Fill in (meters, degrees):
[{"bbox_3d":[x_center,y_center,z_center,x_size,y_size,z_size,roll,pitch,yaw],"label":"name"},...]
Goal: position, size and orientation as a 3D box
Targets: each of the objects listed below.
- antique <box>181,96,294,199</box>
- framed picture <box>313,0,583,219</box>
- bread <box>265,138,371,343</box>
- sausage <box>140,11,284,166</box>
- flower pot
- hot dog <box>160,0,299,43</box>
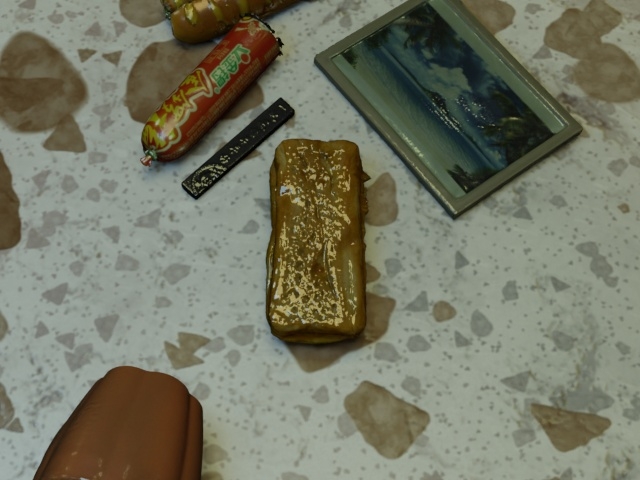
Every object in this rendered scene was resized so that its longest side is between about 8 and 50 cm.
[{"bbox_3d":[-0.109,-0.125,1.666,0.031,0.015,0.192,40,68,17],"label":"antique"},{"bbox_3d":[0.175,-0.201,1.710,0.232,0.024,0.315,-34,68,-16],"label":"framed picture"},{"bbox_3d":[0.000,-0.001,1.571,0.139,0.077,0.271,1,64,-5],"label":"bread"},{"bbox_3d":[-0.155,-0.193,1.669,0.083,0.083,0.264,33,67,14],"label":"sausage"},{"bbox_3d":[-0.215,0.246,1.392,0.190,0.191,0.173,12,49,5],"label":"flower pot"},{"bbox_3d":[-0.103,-0.369,1.764,0.269,0.072,0.115,-29,59,-15],"label":"hot dog"}]
